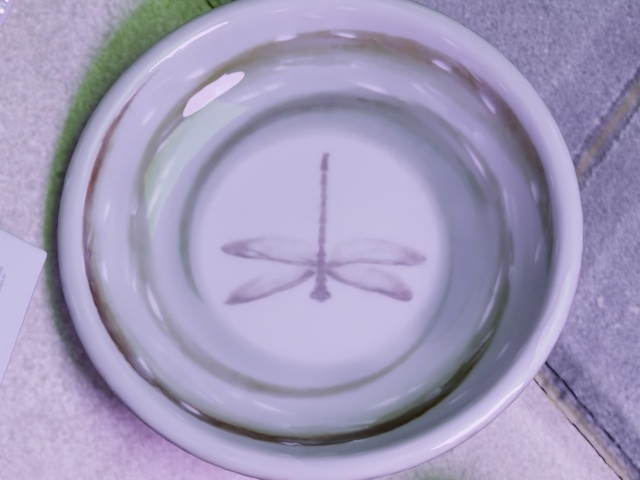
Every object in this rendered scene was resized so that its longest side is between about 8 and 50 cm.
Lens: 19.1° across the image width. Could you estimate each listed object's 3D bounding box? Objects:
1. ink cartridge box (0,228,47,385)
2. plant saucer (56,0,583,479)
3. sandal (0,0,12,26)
[{"bbox_3d":[-0.327,0.061,1.336,0.224,0.045,0.223,29,62,-24],"label":"ink cartridge box"},{"bbox_3d":[0.000,0.000,1.483,0.400,0.100,0.400,-1,72,2],"label":"plant saucer"},{"bbox_3d":[-0.281,-0.286,1.454,0.102,0.076,0.265,1,97,-20],"label":"sandal"}]
